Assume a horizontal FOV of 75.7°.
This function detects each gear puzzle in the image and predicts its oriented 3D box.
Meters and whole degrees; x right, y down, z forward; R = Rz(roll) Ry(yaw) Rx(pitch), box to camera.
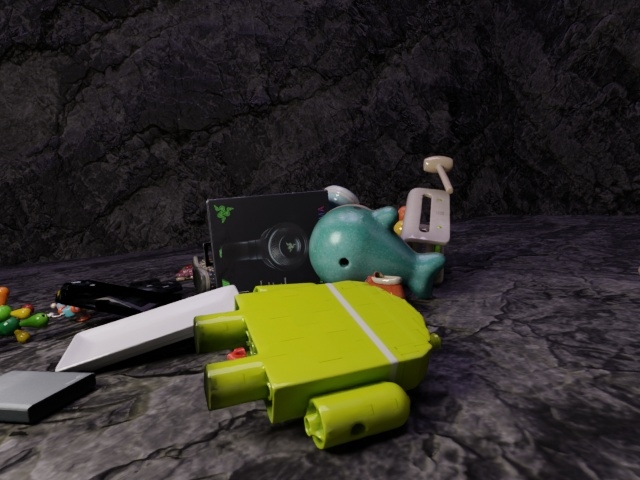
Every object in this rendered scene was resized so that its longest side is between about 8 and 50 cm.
[{"bbox_3d":[-0.420,0.092,1.515,0.176,0.044,0.339,-6,5,-10],"label":"gear puzzle"}]

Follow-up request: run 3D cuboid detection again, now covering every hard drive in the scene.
[{"bbox_3d":[-0.366,0.189,0.506,0.135,0.022,0.094,-3,5,15],"label":"hard drive"}]

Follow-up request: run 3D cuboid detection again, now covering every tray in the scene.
[{"bbox_3d":[-0.257,0.140,0.660,0.271,0.030,0.145,-17,13,-17],"label":"tray"}]

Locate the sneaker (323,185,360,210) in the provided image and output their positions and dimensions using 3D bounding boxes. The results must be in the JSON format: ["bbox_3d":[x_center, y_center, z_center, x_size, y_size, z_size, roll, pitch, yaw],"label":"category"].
[{"bbox_3d":[0.000,0.000,1.136,0.127,0.208,0.319,27,-28,0],"label":"sneaker"}]

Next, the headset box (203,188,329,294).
[{"bbox_3d":[-0.122,0.016,0.950,0.283,0.246,0.131,-5,5,-10],"label":"headset box"}]

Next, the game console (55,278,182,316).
[{"bbox_3d":[-0.413,0.126,0.964,0.213,0.043,0.361,11,-1,0],"label":"game console"}]

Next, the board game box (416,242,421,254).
[{"bbox_3d":[0.152,0.039,1.278,0.224,0.097,0.303,-5,6,-7],"label":"board game box"}]

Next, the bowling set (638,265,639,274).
[{"bbox_3d":[0.769,-0.013,0.766,0.287,0.199,0.154,-9,6,-1],"label":"bowling set"}]

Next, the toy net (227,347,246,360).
[{"bbox_3d":[-0.081,0.151,0.565,0.122,0.045,0.232,-11,6,-34],"label":"toy net"}]

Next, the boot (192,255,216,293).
[{"bbox_3d":[-0.271,0.091,1.180,0.179,0.085,0.236,-5,11,-22],"label":"boot"}]

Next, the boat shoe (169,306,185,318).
[{"bbox_3d":[-0.212,0.136,0.779,0.048,0.056,0.153,-7,-4,33],"label":"boat shoe"}]

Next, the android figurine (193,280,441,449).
[{"bbox_3d":[0.005,0.111,0.460,0.273,0.056,0.248,-4,24,-25],"label":"android figurine"}]

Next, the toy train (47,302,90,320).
[{"bbox_3d":[-0.569,0.159,0.950,0.125,0.046,0.166,-23,14,-11],"label":"toy train"}]

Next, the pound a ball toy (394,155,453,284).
[{"bbox_3d":[0.258,-0.068,1.049,0.136,0.208,0.319,6,34,13],"label":"pound a ball toy"}]

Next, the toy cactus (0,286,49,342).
[{"bbox_3d":[-0.630,0.160,0.742,0.181,0.112,0.219,-13,7,41],"label":"toy cactus"}]

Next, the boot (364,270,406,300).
[{"bbox_3d":[0.094,0.097,0.761,0.059,0.084,0.158,-11,7,-40],"label":"boot"}]

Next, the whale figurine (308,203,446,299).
[{"bbox_3d":[0.106,0.038,0.819,0.272,0.216,0.141,23,21,7],"label":"whale figurine"}]
